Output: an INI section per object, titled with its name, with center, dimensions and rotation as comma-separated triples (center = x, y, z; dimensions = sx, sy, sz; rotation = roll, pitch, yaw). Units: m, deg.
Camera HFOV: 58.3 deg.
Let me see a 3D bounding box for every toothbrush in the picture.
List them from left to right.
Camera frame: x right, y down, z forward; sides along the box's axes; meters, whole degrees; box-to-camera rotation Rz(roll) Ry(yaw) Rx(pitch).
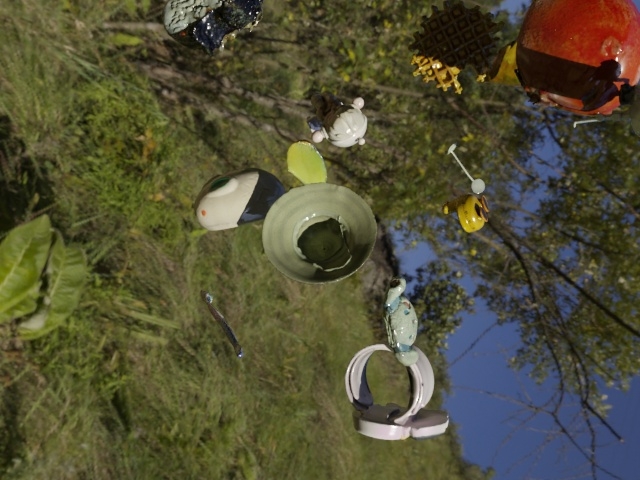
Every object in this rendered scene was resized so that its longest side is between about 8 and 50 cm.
[toothbrush]
center = -0.235, 0.192, 1.359
dimensions = 0.021, 0.027, 0.269
rotation = -59, -140, 13

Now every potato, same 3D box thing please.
[potato]
center = -0.042, -0.250, 1.897
dimensions = 0.120, 0.198, 0.054
rotation = -28, -149, 16

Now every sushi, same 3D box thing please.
[sushi]
center = -0.220, -0.476, 1.215
dimensions = 0.115, 0.213, 0.147
rotation = 46, 20, -59

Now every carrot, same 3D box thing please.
[carrot]
center = 0.732, -0.633, 1.963
dimensions = 0.241, 0.341, 0.241
rotation = 15, 90, -76

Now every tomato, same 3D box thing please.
[tomato]
center = 0.572, -0.398, 1.192
dimensions = 0.308, 0.309, 0.170
rotation = -68, -154, 12

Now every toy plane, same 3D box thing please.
[toy plane]
center = 0.584, -0.234, 1.027
dimensions = 0.255, 0.251, 0.101
rotation = -23, 111, -60

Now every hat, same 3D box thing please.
[hat]
center = 0.000, 0.000, 1.276
dimensions = 0.110, 0.252, 0.251
rotation = 76, 26, -63

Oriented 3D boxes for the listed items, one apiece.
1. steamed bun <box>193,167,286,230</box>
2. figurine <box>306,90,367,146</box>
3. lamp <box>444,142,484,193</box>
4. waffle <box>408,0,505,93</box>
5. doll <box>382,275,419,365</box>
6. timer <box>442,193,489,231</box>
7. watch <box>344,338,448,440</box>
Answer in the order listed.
[steamed bun]
center = -0.197, -0.106, 1.393
dimensions = 0.177, 0.228, 0.130
rotation = -159, -125, -68
[figurine]
center = 0.052, -0.361, 1.781
dimensions = 0.256, 0.182, 0.144
rotation = -124, -156, -55
[lamp]
center = 0.501, -0.246, 1.972
dimensions = 0.050, 0.198, 0.056
rotation = -41, -175, -10
[waffle]
center = 0.358, -0.520, 1.541
dimensions = 0.051, 0.232, 0.228
rotation = -63, 173, -65
[doll]
center = 0.181, 0.190, 1.316
dimensions = 0.072, 0.104, 0.213
rotation = -4, -83, 36
[timer]
center = 0.400, -0.074, 1.583
dimensions = 0.109, 0.107, 0.107
rotation = -18, -137, 31
[watch]
center = 0.197, 0.365, 1.435
dimensions = 0.196, 0.244, 0.231
rotation = 10, 82, -66
